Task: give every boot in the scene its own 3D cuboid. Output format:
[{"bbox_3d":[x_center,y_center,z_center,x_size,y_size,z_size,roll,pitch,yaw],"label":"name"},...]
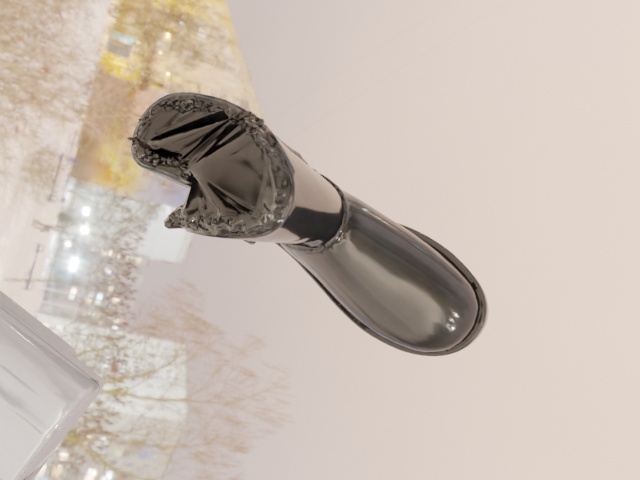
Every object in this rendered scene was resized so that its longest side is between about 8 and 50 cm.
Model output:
[{"bbox_3d":[0.000,0.000,0.467,0.094,0.246,0.207,-54,162,6],"label":"boot"}]

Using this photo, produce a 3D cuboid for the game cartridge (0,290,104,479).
[{"bbox_3d":[-0.287,0.135,0.363,0.297,0.198,0.062,-52,-176,3],"label":"game cartridge"}]
